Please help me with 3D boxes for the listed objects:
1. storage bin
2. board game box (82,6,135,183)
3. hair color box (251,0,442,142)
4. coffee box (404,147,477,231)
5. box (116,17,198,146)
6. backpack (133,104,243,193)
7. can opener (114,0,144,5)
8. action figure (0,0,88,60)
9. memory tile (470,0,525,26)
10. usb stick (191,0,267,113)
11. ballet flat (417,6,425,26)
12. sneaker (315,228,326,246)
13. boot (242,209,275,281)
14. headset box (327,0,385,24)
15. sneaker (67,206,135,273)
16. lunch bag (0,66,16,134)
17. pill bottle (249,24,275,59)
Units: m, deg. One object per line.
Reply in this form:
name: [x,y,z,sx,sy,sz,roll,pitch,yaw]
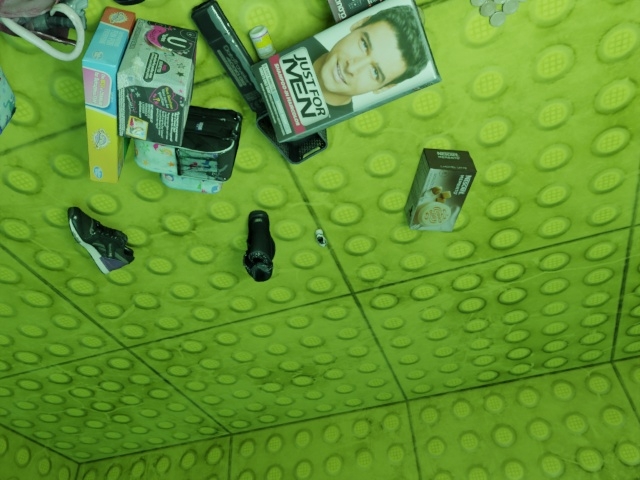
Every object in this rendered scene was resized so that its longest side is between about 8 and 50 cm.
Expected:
storage bin: [-0.074,-0.302,1.366,0.122,0.084,0.180,-26,134,22]
board game box: [-0.479,-0.327,1.194,0.064,0.242,0.316,7,137,-14]
hair color box: [0.055,-0.369,1.149,0.375,0.114,0.185,-18,97,22]
coffee box: [0.353,-0.147,1.554,0.141,0.098,0.246,3,137,-7]
box: [-0.359,-0.357,1.164,0.142,0.247,0.163,7,136,-14]
backpack: [-0.338,-0.242,1.313,0.254,0.225,0.191,10,131,-9]
can opener: [-0.364,-0.554,1.102,0.186,0.073,0.059,-15,98,8]
action figure: [-0.665,-0.462,1.031,0.371,0.275,0.248,0,145,-25]
memory tile: [0.421,-0.565,1.167,0.113,0.012,0.148,28,129,-30]
usb stick: [-0.198,-0.423,1.216,0.077,0.045,0.278,-13,127,30]
ballet flat: [0.106,-0.410,1.238,0.349,0.123,0.123,-29,132,25]
sneaker: [0.000,0.000,1.735,0.032,0.036,0.083,-15,138,9]
boot: [-0.194,0.055,1.656,0.094,0.207,0.246,-1,138,-3]
headset box: [0.095,-0.594,1.040,0.294,0.110,0.218,-19,136,15]
sneaker: [-0.684,-0.017,1.642,0.124,0.107,0.283,-19,141,-5]
lunch bag: [-0.797,-0.348,1.196,0.090,0.176,0.218,1,136,-4]
pill bottle: [-0.132,-0.457,1.222,0.044,0.043,0.083,-14,137,11]
